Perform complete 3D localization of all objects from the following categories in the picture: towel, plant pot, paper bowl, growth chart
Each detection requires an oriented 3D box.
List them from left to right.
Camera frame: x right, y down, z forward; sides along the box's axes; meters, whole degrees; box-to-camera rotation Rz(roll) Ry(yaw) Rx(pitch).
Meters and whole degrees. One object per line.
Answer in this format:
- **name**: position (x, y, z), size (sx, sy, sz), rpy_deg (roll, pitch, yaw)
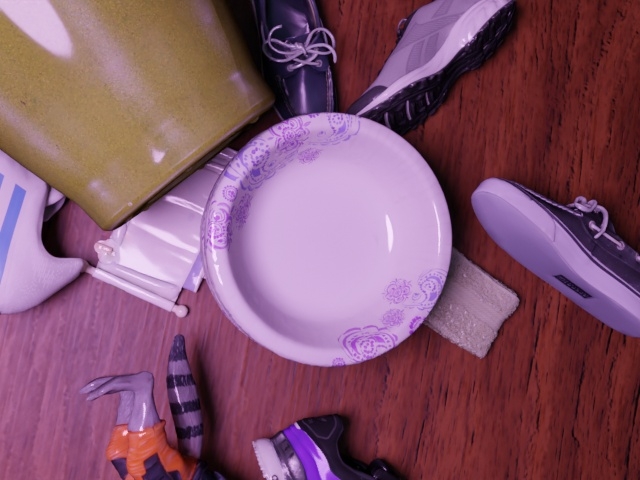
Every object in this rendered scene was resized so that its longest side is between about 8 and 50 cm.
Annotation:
- **plant pot**: position (-0.241, -0.214, 0.743), size (0.366, 0.366, 0.353), rpy_deg (-40, 99, -10)
- **growth chart**: position (-0.171, -0.023, 0.888), size (0.172, 0.021, 0.237), rpy_deg (31, 81, -5)
- **paper bowl**: position (0.000, 0.000, 0.839), size (0.284, 0.148, 0.284), rpy_deg (1, 87, -15)
- **towel**: position (0.180, 0.077, 0.929), size (0.148, 0.027, 0.110), rpy_deg (36, 82, -4)

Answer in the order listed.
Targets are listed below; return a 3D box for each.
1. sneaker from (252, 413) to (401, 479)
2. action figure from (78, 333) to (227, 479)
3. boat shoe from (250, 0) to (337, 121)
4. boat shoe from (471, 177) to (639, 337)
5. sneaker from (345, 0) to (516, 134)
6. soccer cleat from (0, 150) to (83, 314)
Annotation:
- **sneaker**: position (0.045, 0.342, 0.847), size (0.146, 0.102, 0.293), rpy_deg (-27, 89, -11)
- **action figure**: position (-0.123, 0.277, 0.747), size (0.178, 0.341, 0.330), rpy_deg (-32, 93, -37)
- **boat shoe**: position (-0.031, -0.252, 0.900), size (0.095, 0.079, 0.254), rpy_deg (-10, 86, -10)
- **boat shoe**: position (0.334, 0.000, 0.918), size (0.306, 0.113, 0.105), rpy_deg (36, 74, -7)
- **sneaker**: position (0.130, -0.237, 0.926), size (0.271, 0.100, 0.108), rpy_deg (-43, 68, -7)
- **soccer cleat**: position (-0.391, -0.076, 0.828), size (0.143, 0.116, 0.331), rpy_deg (-23, 89, -29)
